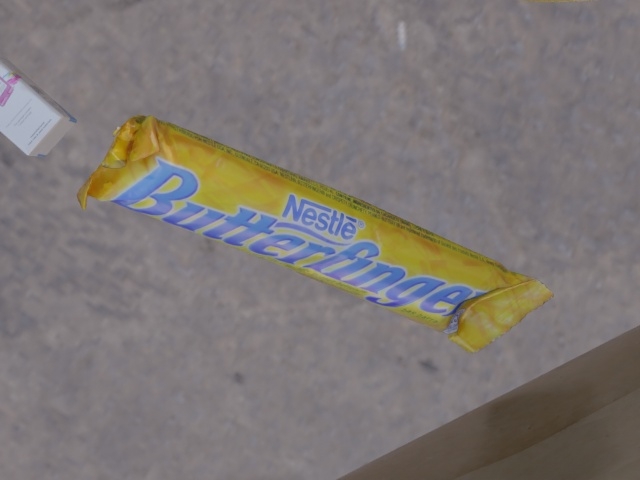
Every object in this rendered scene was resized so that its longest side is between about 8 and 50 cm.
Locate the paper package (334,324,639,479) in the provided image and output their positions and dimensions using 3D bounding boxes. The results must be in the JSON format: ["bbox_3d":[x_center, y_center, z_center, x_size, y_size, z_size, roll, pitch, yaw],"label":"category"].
[{"bbox_3d":[0.110,0.209,0.465,0.309,0.168,0.325,-25,105,-4],"label":"paper package"}]

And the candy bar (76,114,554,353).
[{"bbox_3d":[0.000,0.000,0.478,0.161,0.018,0.040,22,135,-32],"label":"candy bar"}]

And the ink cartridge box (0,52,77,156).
[{"bbox_3d":[-0.296,-0.137,1.467,0.122,0.052,0.088,43,-179,-1],"label":"ink cartridge box"}]

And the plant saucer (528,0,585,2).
[{"bbox_3d":[0.278,-0.290,0.979,0.081,0.333,0.333,46,152,-4],"label":"plant saucer"}]
